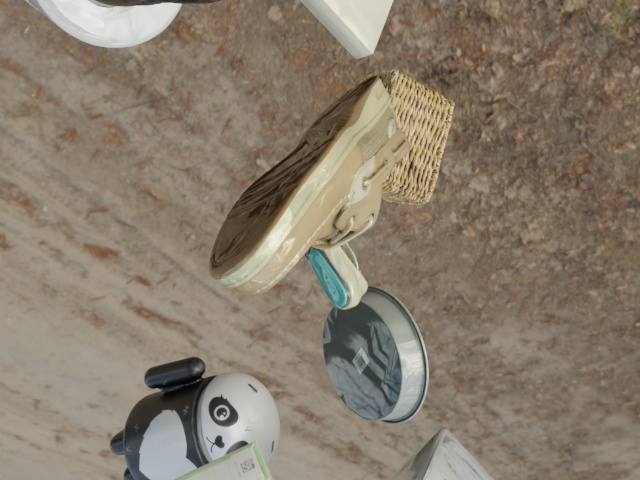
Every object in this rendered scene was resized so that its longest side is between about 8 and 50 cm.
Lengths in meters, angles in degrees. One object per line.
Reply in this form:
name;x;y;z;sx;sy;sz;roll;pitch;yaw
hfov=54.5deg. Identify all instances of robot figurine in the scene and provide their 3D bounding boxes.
robot figurine;-0.201;0.314;0.999;0.278;0.173;0.209;-20;132;22

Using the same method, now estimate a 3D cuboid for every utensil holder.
utensil holder;-0.483;-0.596;1.298;0.328;0.385;0.327;-15;123;-25

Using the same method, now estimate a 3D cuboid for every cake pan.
cake pan;0.100;0.240;1.286;0.054;0.293;0.293;-9;149;-36

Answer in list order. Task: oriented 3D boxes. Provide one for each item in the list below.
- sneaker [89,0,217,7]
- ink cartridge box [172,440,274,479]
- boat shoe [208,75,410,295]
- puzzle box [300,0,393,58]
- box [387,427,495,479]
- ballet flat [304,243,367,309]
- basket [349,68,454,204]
sneaker;-0.174;-0.339;0.759;0.124;0.283;0.107;13;117;14
ink cartridge box;-0.137;0.300;0.562;0.235;0.056;0.171;-22;127;-11
boat shoe;0.015;-0.050;0.624;0.122;0.341;0.110;-22;113;41
puzzle box;0.069;-0.614;1.262;0.052;0.408;0.272;-3;149;47
box;0.097;0.394;0.793;0.127;0.231;0.262;45;100;13
ballet flat;0.000;0.000;1.045;0.086;0.086;0.248;-35;82;36
basket;0.175;-0.257;1.614;0.223;0.299;0.214;18;173;-34
